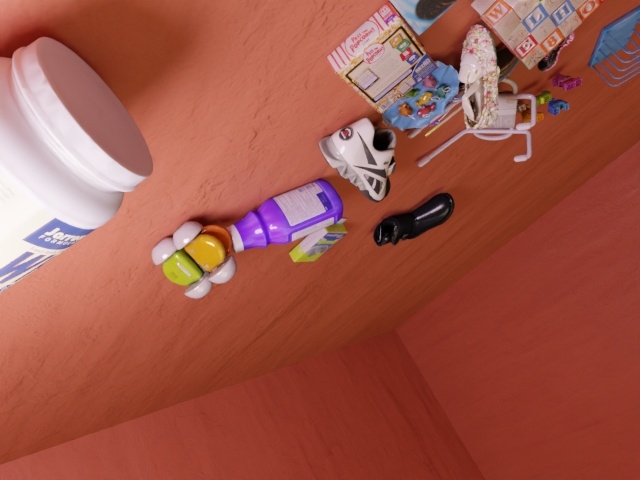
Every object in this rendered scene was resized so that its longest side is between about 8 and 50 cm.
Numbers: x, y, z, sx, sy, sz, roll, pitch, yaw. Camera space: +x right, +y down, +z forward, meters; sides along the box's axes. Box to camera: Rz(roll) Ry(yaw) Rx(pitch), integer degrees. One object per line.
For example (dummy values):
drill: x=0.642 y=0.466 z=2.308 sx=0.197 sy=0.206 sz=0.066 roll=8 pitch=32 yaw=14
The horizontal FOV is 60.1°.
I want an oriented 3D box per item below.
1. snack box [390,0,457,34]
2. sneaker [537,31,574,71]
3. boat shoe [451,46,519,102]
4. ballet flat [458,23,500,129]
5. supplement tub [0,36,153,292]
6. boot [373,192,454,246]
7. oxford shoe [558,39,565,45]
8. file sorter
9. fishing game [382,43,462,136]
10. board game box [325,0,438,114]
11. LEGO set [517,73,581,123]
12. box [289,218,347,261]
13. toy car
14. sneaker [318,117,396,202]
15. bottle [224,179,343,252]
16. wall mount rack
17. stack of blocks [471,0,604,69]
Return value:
snack box: x=0.150 y=-0.452 z=0.819 sx=0.187 sy=0.060 sz=0.322 roll=-39 pitch=157 yaw=21
sneaker: x=0.566 y=-0.471 z=1.361 sx=0.057 sy=0.047 sz=0.119 roll=-10 pitch=145 yaw=-29
boat shoe: x=0.369 y=-0.383 z=1.258 sx=0.183 sy=0.066 sz=0.066 roll=-36 pitch=157 yaw=14
ballet flat: x=0.337 y=-0.337 z=1.190 sx=0.077 sy=0.091 sz=0.241 roll=-34 pitch=131 yaw=-13
supplement tub: x=-0.404 y=-0.076 z=0.694 sx=0.325 sy=0.235 sz=0.235 roll=-32 pitch=159 yaw=6
boot: x=0.313 y=-0.065 z=1.867 sx=0.207 sy=0.094 sz=0.246 roll=-13 pitch=159 yaw=-47
oxford shoe: x=0.497 y=-0.483 z=1.191 sx=0.076 sy=0.076 sz=0.212 roll=-38 pitch=156 yaw=24
file sorter: x=0.830 y=-0.520 z=1.506 sx=0.118 sy=0.104 sz=0.170 roll=-31 pitch=160 yaw=3
fishing game: x=0.223 y=-0.307 z=1.214 sx=0.189 sy=0.041 sz=0.264 roll=-36 pitch=147 yaw=20
board game box: x=0.121 y=-0.334 z=1.042 sx=0.147 sy=0.045 sz=0.193 roll=-37 pitch=152 yaw=19
LEGO set: x=0.603 y=-0.387 z=1.556 sx=0.227 sy=0.093 sz=0.087 roll=-24 pitch=128 yaw=-4
box: x=0.000 y=0.000 z=1.678 sx=0.178 sy=0.042 sz=0.109 roll=-42 pitch=157 yaw=30
toy car: x=-0.278 y=0.029 z=1.266 sx=0.182 sy=0.159 sz=0.136 roll=-32 pitch=-160 yaw=28
sneaker: x=0.131 y=-0.189 z=1.307 sx=0.146 sy=0.122 sz=0.330 roll=-34 pitch=159 yaw=15
bottle: x=-0.088 y=-0.052 z=1.333 sx=0.283 sy=0.118 sz=0.092 roll=-24 pitch=148 yaw=-19
wall mount rack: x=0.397 y=-0.289 z=1.448 sx=0.304 sy=0.130 sz=0.350 roll=2 pitch=166 yaw=18
stack of blocks: x=0.455 y=-0.491 z=1.034 sx=0.297 sy=0.087 sz=0.171 roll=-43 pitch=140 yaw=23
